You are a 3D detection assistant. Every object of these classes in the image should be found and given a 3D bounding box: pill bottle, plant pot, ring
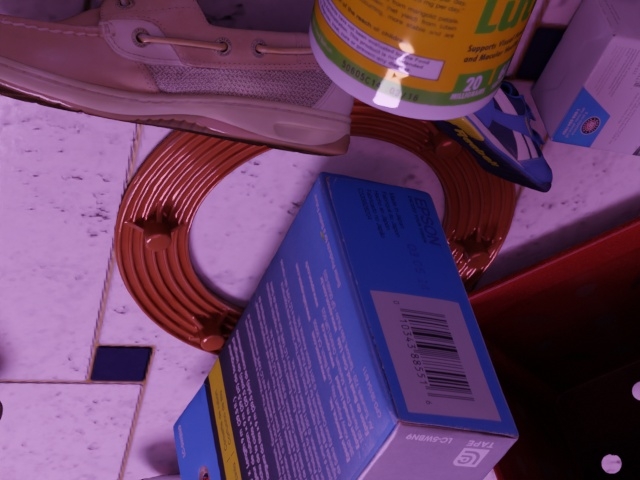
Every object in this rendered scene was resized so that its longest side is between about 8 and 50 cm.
[{"bbox_3d":[0.084,-0.207,0.795,0.136,0.136,0.246,2,135,-17],"label":"pill bottle"},{"bbox_3d":[0.295,0.157,1.167,0.267,0.267,0.236,-25,153,11],"label":"plant pot"},{"bbox_3d":[0.000,0.000,1.073,0.336,0.032,0.337,-8,137,-8],"label":"ring"}]

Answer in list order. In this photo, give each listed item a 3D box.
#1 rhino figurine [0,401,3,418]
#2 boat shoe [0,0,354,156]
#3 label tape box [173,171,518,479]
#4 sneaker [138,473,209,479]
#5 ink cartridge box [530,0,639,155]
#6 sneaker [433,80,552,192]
[{"bbox_3d":[-0.386,0.163,1.114,0.243,0.073,0.106,-21,134,10],"label":"rhino figurine"},{"bbox_3d":[-0.114,-0.126,0.869,0.302,0.109,0.098,9,93,-23],"label":"boat shoe"},{"bbox_3d":[0.001,0.149,1.033,0.105,0.241,0.334,9,134,-25],"label":"label tape box"},{"bbox_3d":[-0.055,0.256,1.290,0.270,0.090,0.145,26,124,-39],"label":"sneaker"},{"bbox_3d":[0.267,-0.119,0.994,0.180,0.060,0.104,7,133,-22],"label":"ink cartridge box"},{"bbox_3d":[0.142,-0.085,0.994,0.144,0.053,0.059,39,75,-44],"label":"sneaker"}]
